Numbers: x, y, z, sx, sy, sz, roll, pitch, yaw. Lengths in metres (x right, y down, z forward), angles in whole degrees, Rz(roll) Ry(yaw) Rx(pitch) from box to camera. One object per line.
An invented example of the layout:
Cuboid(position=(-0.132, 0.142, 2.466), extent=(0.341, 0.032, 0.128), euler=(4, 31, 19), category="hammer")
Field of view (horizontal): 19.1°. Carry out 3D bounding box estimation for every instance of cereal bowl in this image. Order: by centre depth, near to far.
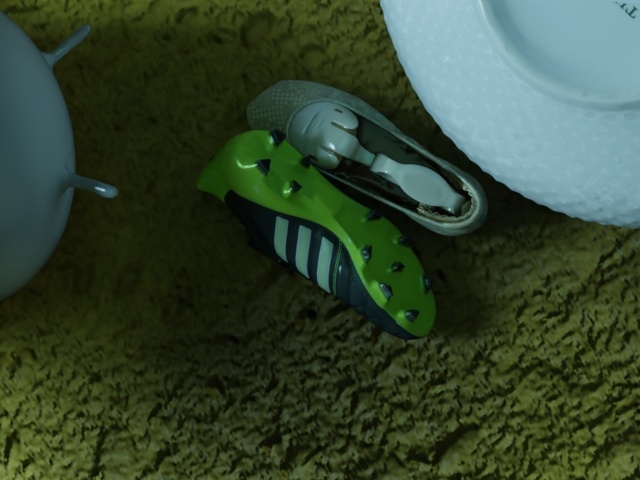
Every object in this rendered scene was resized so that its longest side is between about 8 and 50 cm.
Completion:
Cuboid(position=(0.180, -0.164, 1.090), extent=(0.339, 0.141, 0.339), euler=(5, 103, 23), category="cereal bowl")

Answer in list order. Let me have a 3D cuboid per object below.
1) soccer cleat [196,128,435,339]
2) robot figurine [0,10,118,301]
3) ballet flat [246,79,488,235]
Cuboid(position=(0.000, 0.000, 1.199), extent=(0.179, 0.072, 0.060), euler=(43, 50, -16), category="soccer cleat")
Cuboid(position=(-0.299, -0.038, 1.129), extent=(0.353, 0.200, 0.300), euler=(-13, 72, 2), category="robot figurine")
Cuboid(position=(0.031, -0.056, 1.196), extent=(0.168, 0.052, 0.057), euler=(25, 92, 1), category="ballet flat")
